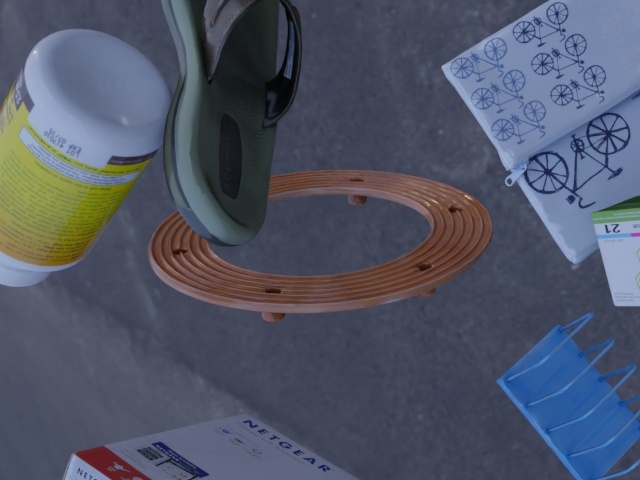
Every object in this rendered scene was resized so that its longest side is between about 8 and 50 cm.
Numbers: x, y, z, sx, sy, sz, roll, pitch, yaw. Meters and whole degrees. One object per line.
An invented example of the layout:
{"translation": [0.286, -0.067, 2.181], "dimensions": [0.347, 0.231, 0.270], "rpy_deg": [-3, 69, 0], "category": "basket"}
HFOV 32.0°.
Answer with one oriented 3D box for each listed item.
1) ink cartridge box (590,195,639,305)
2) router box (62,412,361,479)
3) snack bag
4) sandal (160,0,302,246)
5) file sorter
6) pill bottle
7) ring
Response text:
{"translation": [0.470, 0.069, 1.410], "dimensions": [0.189, 0.097, 0.255], "rpy_deg": [-6, 101, 59], "category": "ink cartridge box"}
{"translation": [-0.044, 0.300, 1.116], "dimensions": [0.335, 0.301, 0.082], "rpy_deg": [25, 102, 27], "category": "router box"}
{"translation": [0.385, -0.177, 1.551], "dimensions": [0.342, 0.323, 0.037], "rpy_deg": [59, 171, 3], "category": "snack bag"}
{"translation": [-0.054, -0.141, 0.844], "dimensions": [0.086, 0.120, 0.303], "rpy_deg": [-20, 63, 35], "category": "sandal"}
{"translation": [0.324, 0.189, 1.332], "dimensions": [0.170, 0.118, 0.104], "rpy_deg": [51, 153, 4], "category": "file sorter"}
{"translation": [-0.208, -0.055, 0.875], "dimensions": [0.215, 0.117, 0.117], "rpy_deg": [-48, 66, 39], "category": "pill bottle"}
{"translation": [0.000, 0.000, 1.096], "dimensions": [0.336, 0.336, 0.032], "rpy_deg": [30, 130, 52], "category": "ring"}
